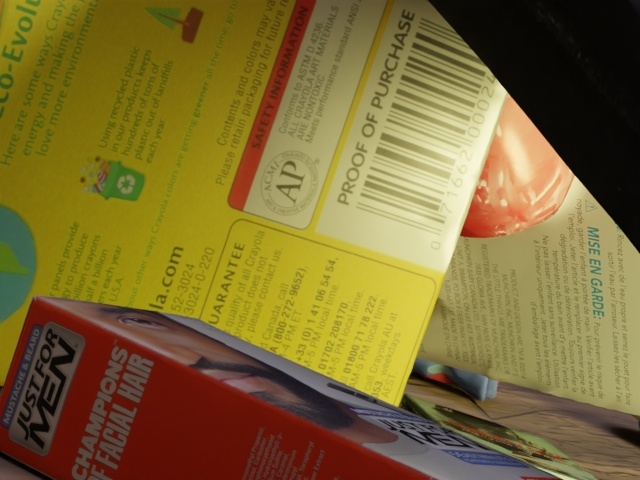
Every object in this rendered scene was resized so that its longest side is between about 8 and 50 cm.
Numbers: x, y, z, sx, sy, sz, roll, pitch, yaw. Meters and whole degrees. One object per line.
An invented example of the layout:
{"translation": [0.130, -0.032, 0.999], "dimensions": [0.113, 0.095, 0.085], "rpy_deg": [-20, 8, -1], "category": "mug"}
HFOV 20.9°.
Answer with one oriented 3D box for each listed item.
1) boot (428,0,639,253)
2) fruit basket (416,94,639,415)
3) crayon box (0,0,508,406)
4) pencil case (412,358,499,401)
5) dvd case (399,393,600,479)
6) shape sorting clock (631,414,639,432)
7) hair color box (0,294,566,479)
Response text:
{"translation": [0.252, 0.016, 0.627], "dimensions": [0.367, 0.146, 0.445], "rpy_deg": [17, 29, -41], "category": "boot"}
{"translation": [0.041, -0.067, 0.938], "dimensions": [0.353, 0.327, 0.165], "rpy_deg": [8, 40, 24], "category": "fruit basket"}
{"translation": [-0.085, -0.044, 0.665], "dimensions": [0.319, 0.202, 0.081], "rpy_deg": [18, 3, -36], "category": "crayon box"}
{"translation": [0.000, 0.000, 1.147], "dimensions": [0.306, 0.133, 0.119], "rpy_deg": [19, 24, 7], "category": "pencil case"}
{"translation": [0.093, 0.107, 0.888], "dimensions": [0.087, 0.013, 0.119], "rpy_deg": [19, 4, -10], "category": "dvd case"}
{"translation": [0.311, 0.144, 1.245], "dimensions": [0.206, 0.040, 0.206], "rpy_deg": [16, 8, -2], "category": "shape sorting clock"}
{"translation": [-0.007, 0.070, 0.527], "dimensions": [0.167, 0.053, 0.093], "rpy_deg": [20, 3, 31], "category": "hair color box"}
